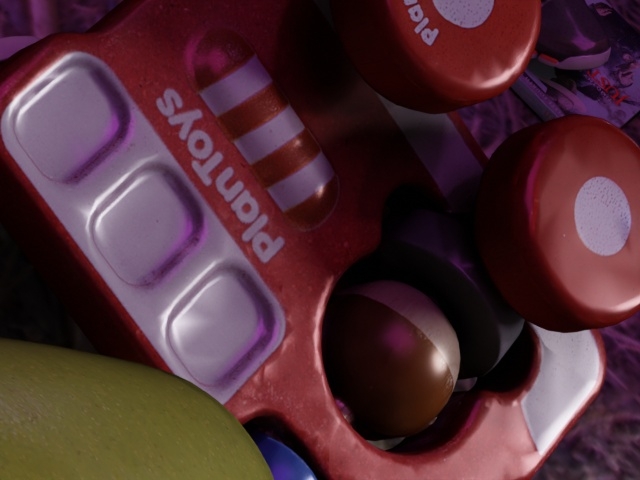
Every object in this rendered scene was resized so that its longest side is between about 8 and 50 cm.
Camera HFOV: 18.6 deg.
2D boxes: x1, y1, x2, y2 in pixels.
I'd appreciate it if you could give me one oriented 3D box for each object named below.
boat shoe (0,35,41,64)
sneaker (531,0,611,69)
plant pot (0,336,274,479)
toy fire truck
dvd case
[{"bbox_3d":[-0.206,0.013,0.809,0.091,0.109,0.305,48,51,5],"label":"boat shoe"},{"bbox_3d":[0.120,-0.168,1.172,0.061,0.065,0.158,-22,62,-39],"label":"sneaker"},{"bbox_3d":[-0.144,0.141,0.673,0.275,0.275,0.293,53,29,11],"label":"plant pot"},{"bbox_3d":[0.000,0.000,0.883,0.254,0.169,0.302,-44,110,-33],"label":"toy fire truck"},{"bbox_3d":[0.162,-0.106,1.202,0.087,0.013,0.119,47,47,6],"label":"dvd case"}]
